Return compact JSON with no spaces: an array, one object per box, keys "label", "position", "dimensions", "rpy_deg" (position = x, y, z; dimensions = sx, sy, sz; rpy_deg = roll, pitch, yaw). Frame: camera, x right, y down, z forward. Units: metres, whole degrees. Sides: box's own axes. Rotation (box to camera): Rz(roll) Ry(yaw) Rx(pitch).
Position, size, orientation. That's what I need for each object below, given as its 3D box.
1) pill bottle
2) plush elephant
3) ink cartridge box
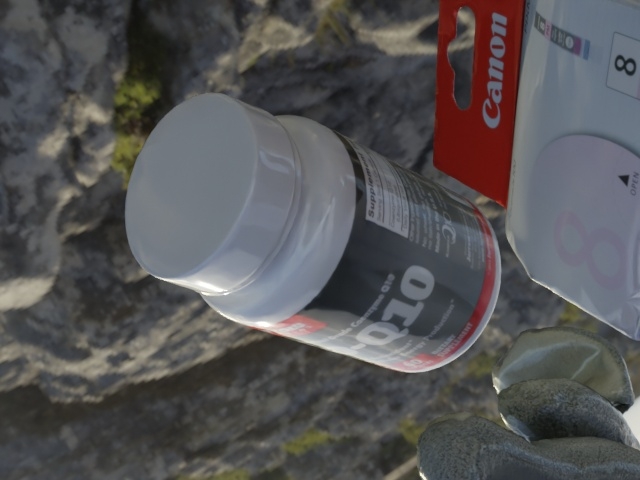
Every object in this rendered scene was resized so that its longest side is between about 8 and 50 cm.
[{"label":"pill bottle","position":[0.000,0.000,0.870],"dimensions":[0.161,0.161,0.283],"rpy_deg":[-42,141,24]},{"label":"plush elephant","position":[0.166,0.213,0.818],"dimensions":[0.330,0.272,0.255],"rpy_deg":[-13,-175,-24]},{"label":"ink cartridge box","position":[0.129,-0.075,0.671],"dimensions":[0.066,0.232,0.189],"rpy_deg":[-23,127,-34]}]
